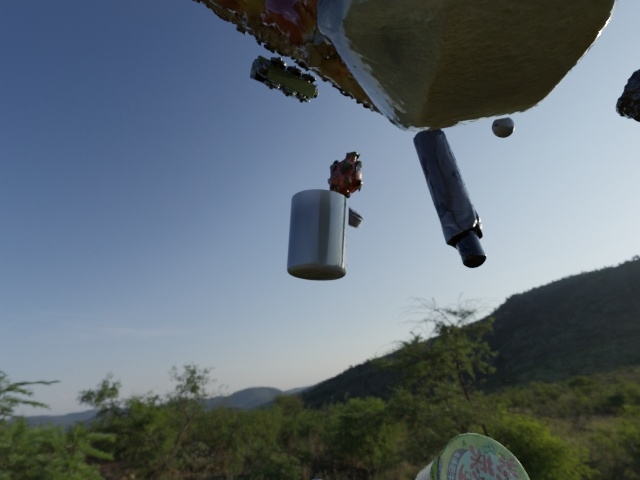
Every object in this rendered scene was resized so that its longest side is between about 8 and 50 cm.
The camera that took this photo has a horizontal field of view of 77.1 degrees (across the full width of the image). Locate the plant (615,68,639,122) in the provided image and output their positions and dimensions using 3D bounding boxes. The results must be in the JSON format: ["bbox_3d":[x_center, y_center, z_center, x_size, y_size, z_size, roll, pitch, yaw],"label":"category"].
[{"bbox_3d":[1.099,-0.453,1.284,0.178,0.234,0.204,-22,-44,-25],"label":"plant"}]

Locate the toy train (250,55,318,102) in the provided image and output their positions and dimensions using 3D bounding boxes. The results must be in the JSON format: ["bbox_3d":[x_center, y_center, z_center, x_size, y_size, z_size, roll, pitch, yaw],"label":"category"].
[{"bbox_3d":[-0.112,-0.488,1.218,0.225,0.090,0.137,8,18,-44],"label":"toy train"}]

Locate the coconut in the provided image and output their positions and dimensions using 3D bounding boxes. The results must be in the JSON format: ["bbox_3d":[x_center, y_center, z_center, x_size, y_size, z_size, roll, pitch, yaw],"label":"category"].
[{"bbox_3d":[0.119,-0.234,0.370,0.247,0.245,0.245,-11,-22,-14],"label":"coconut"}]

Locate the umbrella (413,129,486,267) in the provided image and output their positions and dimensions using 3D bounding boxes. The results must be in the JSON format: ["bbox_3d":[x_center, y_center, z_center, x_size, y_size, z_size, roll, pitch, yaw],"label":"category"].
[{"bbox_3d":[0.252,-0.097,0.790,0.067,0.338,0.073,19,-41,-32],"label":"umbrella"}]

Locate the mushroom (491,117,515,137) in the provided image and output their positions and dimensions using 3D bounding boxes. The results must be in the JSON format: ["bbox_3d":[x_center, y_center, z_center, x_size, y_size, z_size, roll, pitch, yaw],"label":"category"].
[{"bbox_3d":[0.683,-0.422,1.512,0.084,0.085,0.079,-6,-11,-2],"label":"mushroom"}]

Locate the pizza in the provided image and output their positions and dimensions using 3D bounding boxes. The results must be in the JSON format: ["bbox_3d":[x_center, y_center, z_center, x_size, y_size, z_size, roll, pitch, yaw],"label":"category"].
[{"bbox_3d":[-0.028,-0.403,0.631,0.405,0.441,0.130,-4,-11,-13],"label":"pizza"}]

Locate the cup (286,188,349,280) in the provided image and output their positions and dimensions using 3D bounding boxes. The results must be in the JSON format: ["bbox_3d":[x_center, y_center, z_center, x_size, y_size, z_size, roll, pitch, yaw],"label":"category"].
[{"bbox_3d":[0.007,-0.002,0.676,0.099,0.133,0.136,-12,-23,35],"label":"cup"}]

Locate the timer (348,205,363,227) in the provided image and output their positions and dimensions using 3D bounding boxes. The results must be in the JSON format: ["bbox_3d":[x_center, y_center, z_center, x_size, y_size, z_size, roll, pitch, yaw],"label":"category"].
[{"bbox_3d":[0.089,-0.120,1.623,0.069,0.190,0.208,-55,-10,6],"label":"timer"}]

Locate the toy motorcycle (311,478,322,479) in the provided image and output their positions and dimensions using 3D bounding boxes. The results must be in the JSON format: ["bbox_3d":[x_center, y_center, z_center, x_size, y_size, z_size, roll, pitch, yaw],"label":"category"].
[{"bbox_3d":[0.007,0.438,0.535,0.260,0.171,0.110,-47,-7,21],"label":"toy motorcycle"}]

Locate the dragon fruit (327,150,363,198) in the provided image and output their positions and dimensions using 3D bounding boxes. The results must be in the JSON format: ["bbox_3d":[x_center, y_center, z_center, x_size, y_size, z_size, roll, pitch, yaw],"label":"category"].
[{"bbox_3d":[0.061,-0.155,0.941,0.086,0.116,0.081,-9,-28,39],"label":"dragon fruit"}]

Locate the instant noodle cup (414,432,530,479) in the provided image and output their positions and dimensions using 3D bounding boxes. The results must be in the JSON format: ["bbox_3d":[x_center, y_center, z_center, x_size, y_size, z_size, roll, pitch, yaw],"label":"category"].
[{"bbox_3d":[0.405,0.727,1.123,0.310,0.312,0.222,3,-40,-21],"label":"instant noodle cup"}]
